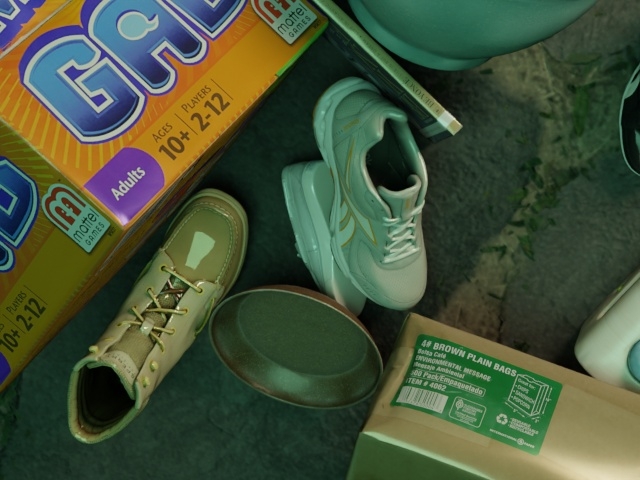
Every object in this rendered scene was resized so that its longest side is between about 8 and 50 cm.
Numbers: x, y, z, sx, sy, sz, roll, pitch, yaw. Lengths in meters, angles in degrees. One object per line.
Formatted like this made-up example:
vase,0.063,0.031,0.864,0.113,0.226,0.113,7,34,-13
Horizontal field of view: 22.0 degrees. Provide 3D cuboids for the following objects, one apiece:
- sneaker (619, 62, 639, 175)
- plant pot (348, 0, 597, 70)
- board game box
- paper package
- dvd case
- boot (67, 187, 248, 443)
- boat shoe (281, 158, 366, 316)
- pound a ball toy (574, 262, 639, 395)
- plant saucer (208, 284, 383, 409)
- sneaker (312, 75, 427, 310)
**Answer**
sneaker,0.341,-0.152,1.614,0.079,0.121,0.217,18,111,9
plant pot,0.135,-0.285,1.559,0.293,0.293,0.196,33,139,2
board game box,-0.285,-0.143,1.586,0.356,0.356,0.356,42,139,-2
paper package,0.194,0.266,1.709,0.324,0.168,0.309,20,140,8
dvd case,0.048,-0.181,1.660,0.221,0.164,0.018,43,88,-3
boot,-0.177,0.082,1.769,0.095,0.203,0.262,34,118,1
boat shoe,0.000,0.000,1.787,0.063,0.066,0.184,4,124,42
pound a ball toy,0.437,0.061,1.654,0.208,0.136,0.319,40,113,-1
plant saucer,-0.024,0.110,1.806,0.198,0.036,0.199,11,139,10
sneaker,0.066,-0.032,1.696,0.099,0.121,0.262,-26,118,-18
